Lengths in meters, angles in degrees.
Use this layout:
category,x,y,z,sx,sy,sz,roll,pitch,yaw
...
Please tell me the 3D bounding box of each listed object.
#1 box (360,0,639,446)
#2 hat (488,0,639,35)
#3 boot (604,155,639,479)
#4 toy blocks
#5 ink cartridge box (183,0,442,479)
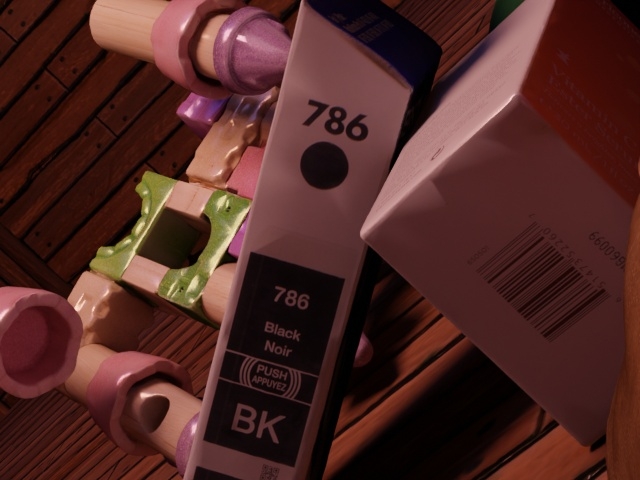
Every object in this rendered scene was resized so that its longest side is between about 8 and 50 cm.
category,x,y,z,sx,sy,sz,roll,pitch,yaw
box,0.108,-0.022,0.681,0.091,0.130,0.170,-43,10,29
hat,0.119,-0.151,0.867,0.173,0.184,0.208,-31,-28,8
boot,0.127,0.065,0.417,0.305,0.112,0.115,-78,1,-65
toy blocks,-0.037,0.029,1.049,0.260,0.309,0.289,19,75,45
ink cartridge box,0.000,0.000,0.790,0.165,0.065,0.333,-56,-20,-74
